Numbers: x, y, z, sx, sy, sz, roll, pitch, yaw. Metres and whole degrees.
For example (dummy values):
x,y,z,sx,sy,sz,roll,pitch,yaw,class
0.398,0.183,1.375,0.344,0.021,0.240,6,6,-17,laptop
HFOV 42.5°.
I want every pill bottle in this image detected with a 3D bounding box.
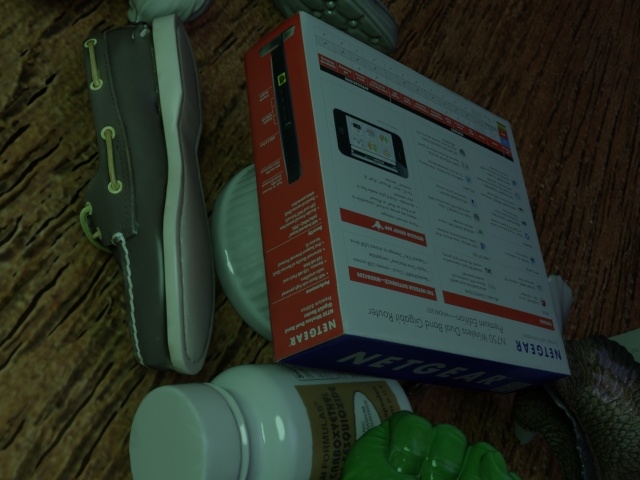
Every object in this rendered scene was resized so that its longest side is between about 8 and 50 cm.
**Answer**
x,y,z,sx,sy,sz,roll,pitch,yaw,class
-0.037,0.169,0.698,0.229,0.131,0.131,7,66,-45,pill bottle

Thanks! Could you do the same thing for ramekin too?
x,y,z,sx,sy,sz,roll,pitch,yaw,class
0.000,0.000,0.839,0.207,0.109,0.207,23,54,-37,ramekin

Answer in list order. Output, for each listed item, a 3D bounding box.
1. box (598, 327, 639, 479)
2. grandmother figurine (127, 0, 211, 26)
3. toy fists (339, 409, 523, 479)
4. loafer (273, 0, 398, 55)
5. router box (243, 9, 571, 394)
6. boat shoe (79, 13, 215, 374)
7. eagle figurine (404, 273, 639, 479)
x,y,z,sx,sy,sz,roll,pitch,yaw,class
0.524,0.303,1.162,0.168,0.215,0.345,25,55,-37,box
-0.245,-0.305,0.744,0.342,0.104,0.208,30,60,-30,grandmother figurine
0.130,0.247,0.617,0.142,0.096,0.279,-34,67,-33,toy fists
-0.025,-0.333,0.978,0.319,0.112,0.111,33,58,-31,loafer
0.089,-0.020,0.790,0.335,0.082,0.301,17,57,-42,router box
-0.153,-0.041,0.709,0.116,0.096,0.324,71,12,-74,boat shoe
0.286,0.207,0.956,0.298,0.226,0.225,42,-4,21,eagle figurine
